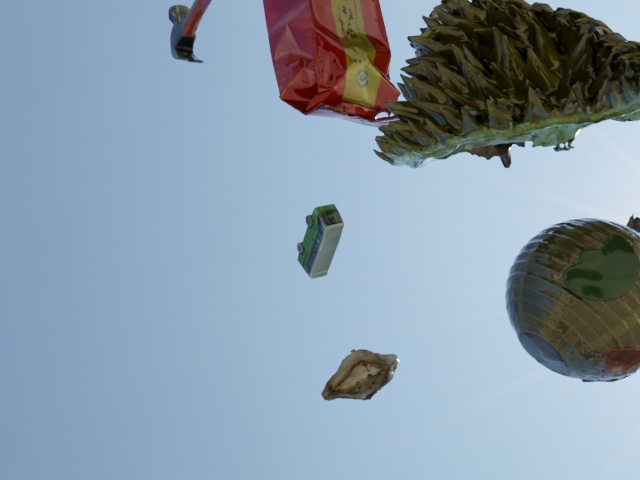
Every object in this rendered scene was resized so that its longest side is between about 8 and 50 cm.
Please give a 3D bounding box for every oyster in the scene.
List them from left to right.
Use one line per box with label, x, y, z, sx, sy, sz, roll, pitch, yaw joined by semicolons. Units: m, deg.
oyster;0.044;0.143;0.987;0.034;0.093;0.051;40;-129;-41

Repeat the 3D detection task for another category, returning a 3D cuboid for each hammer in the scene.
hammer;-0.127;-0.320;1.133;0.033;0.288;0.111;7;-121;-25

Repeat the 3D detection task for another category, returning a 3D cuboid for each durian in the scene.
durian;0.171;-0.108;0.811;0.198;0.394;0.163;35;-103;-20

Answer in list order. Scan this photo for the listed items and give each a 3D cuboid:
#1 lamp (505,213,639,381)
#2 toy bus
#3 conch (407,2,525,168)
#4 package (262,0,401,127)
lamp;0.409;0.069;1.384;0.250;0.250;0.284;46;-109;-13
toy bus;0.000;0.000;1.003;0.031;0.083;0.037;-12;-128;-28
conch;0.274;-0.276;1.592;0.186;0.240;0.313;-26;-98;-13
package;0.013;-0.356;1.552;0.196;0.123;0.423;9;-121;-38
